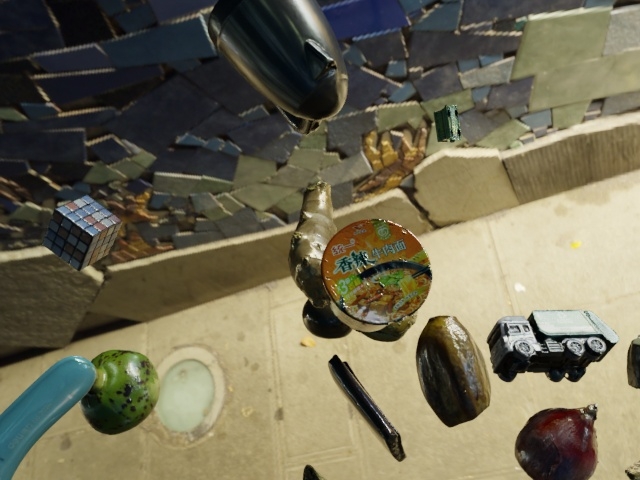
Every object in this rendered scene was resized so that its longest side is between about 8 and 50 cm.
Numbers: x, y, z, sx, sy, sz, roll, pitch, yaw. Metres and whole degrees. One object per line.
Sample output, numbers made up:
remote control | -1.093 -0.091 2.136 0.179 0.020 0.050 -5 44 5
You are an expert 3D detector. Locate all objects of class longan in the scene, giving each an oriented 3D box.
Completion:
longan | 0.025 0.232 1.972 0.189 0.189 0.189 -11 63 22

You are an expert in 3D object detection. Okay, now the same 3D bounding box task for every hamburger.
hamburger | 0.188 0.200 1.842 0.189 0.122 0.215 39 47 13

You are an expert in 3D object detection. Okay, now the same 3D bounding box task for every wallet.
wallet | 0.103 0.369 1.369 0.049 0.182 0.229 -34 53 -10

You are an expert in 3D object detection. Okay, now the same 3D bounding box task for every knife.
knife | -0.323 0.213 0.662 0.222 0.064 0.031 -50 25 -11

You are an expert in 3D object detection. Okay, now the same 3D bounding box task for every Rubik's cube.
Rubik's cube | -0.452 -0.015 1.195 0.092 0.092 0.092 36 120 5

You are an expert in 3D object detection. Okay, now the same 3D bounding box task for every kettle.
kettle | -0.065 -0.331 1.189 0.271 0.207 0.251 53 127 7

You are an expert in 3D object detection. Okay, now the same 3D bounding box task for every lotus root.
lotus root | 0.361 0.344 1.705 0.193 0.193 0.290 -20 80 17
lotus root | 0.853 0.281 1.506 0.138 0.235 0.118 2 102 62

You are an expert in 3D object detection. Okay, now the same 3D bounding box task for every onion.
onion | 0.474 0.388 1.223 0.159 0.160 0.194 41 116 35

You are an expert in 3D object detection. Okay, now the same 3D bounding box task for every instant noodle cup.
instant noodle cup | 0.108 0.093 1.357 0.231 0.182 0.230 2 68 -4

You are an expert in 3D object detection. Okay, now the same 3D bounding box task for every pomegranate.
pomegranate | -0.517 0.364 1.550 0.211 0.263 0.210 -12 60 23

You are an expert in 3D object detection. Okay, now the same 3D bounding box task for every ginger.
ginger | 0.017 0.016 1.639 0.166 0.236 0.375 -26 27 37

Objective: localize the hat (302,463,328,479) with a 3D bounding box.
hat | 0.024 0.438 1.038 0.067 0.146 0.145 -7 57 -18

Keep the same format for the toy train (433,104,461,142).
toy train | 0.305 -0.278 1.510 0.056 0.038 0.093 -10 88 54

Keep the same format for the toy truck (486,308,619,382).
toy truck | 0.463 0.209 1.258 0.254 0.114 0.124 2 47 -10

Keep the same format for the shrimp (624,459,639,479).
shrimp | 0.611 0.417 1.020 0.272 0.445 0.085 16 86 6
